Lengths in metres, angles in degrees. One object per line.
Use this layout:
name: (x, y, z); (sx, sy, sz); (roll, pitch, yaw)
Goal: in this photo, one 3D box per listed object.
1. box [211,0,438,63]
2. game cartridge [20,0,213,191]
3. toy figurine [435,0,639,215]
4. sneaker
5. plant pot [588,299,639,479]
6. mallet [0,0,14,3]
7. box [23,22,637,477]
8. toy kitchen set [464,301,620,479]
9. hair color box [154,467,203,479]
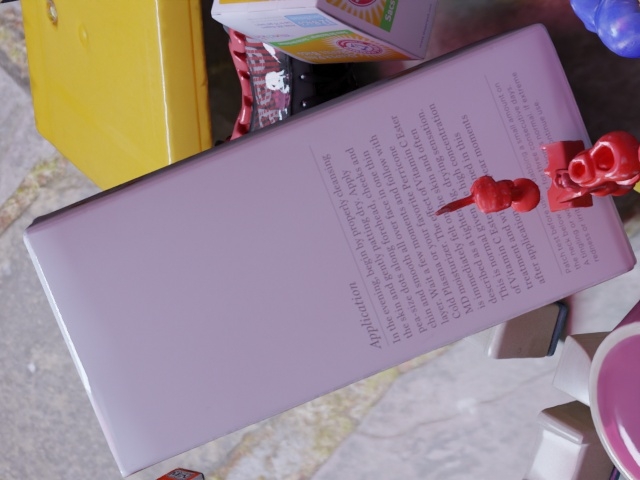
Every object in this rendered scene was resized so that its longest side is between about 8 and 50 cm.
box: (0.020, -0.228, 1.313); (0.114, 0.103, 0.203); (5, 78, 49)
game cartridge: (-0.174, -0.174, 1.623); (0.323, 0.052, 0.285); (36, 136, 53)
toy figurine: (0.218, -0.146, 1.038); (0.362, 0.191, 0.217); (-13, 84, 48)
sneaker: (-0.008, -0.108, 1.493); (0.135, 0.097, 0.276); (37, 136, 32)
plant pot: (0.269, 0.077, 1.201); (0.201, 0.180, 0.201); (27, 129, 38)
mallet: (-0.249, -0.225, 1.615); (0.189, 0.062, 0.039); (-5, 97, 66)
box: (0.000, 0.000, 1.295); (0.215, 0.345, 0.168); (-141, 29, -85)
toy kitchen set: (0.154, 0.144, 1.455); (0.166, 0.122, 0.207); (28, 109, 38)
hair color box: (-0.168, 0.277, 1.854); (0.043, 0.141, 0.072); (4, 112, 49)
